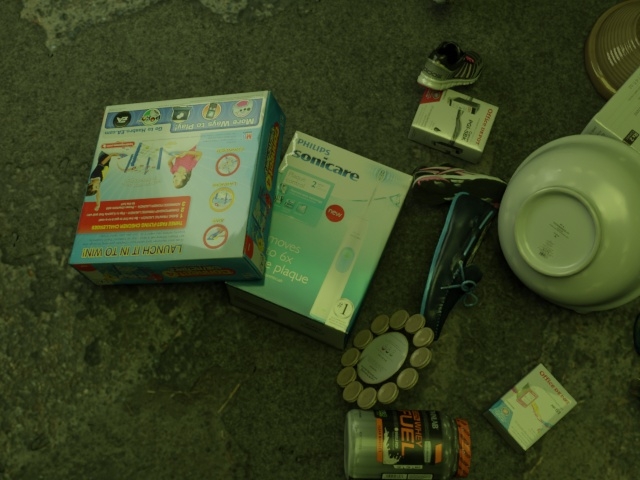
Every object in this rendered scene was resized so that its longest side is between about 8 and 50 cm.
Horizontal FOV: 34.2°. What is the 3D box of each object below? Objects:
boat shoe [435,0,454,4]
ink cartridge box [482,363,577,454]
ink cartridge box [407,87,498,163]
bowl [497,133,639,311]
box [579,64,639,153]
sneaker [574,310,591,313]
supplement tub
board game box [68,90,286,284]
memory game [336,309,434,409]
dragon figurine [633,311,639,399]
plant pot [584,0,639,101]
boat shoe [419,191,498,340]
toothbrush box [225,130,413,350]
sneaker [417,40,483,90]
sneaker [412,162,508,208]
[{"bbox_3d":[0.206,-0.565,1.942,0.103,0.113,0.302,1,61,-1],"label":"boat shoe"},{"bbox_3d":[0.341,0.273,1.694,0.122,0.052,0.088,-38,77,-15],"label":"ink cartridge box"},{"bbox_3d":[0.236,-0.209,1.846,0.135,0.056,0.099,20,71,4],"label":"ink cartridge box"},{"bbox_3d":[0.401,-0.021,1.666,0.297,0.134,0.298,5,99,34],"label":"bowl"},{"bbox_3d":[0.528,-0.184,1.781,0.119,0.182,0.181,40,67,10],"label":"box"},{"bbox_3d":[0.502,0.017,1.732,0.086,0.163,0.226,40,75,8],"label":"sneaker"},{"bbox_3d":[0.134,0.324,1.632,0.190,0.117,0.117,1,72,-3],"label":"supplement tub"},{"bbox_3d":[-0.228,-0.084,1.692,0.308,0.086,0.302,-2,63,19],"label":"board game box"},{"bbox_3d":[0.103,0.189,1.664,0.012,0.186,0.186,46,70,-33],"label":"memory game"},{"bbox_3d":[0.577,0.151,1.730,0.144,0.085,0.289,-2,73,-4],"label":"dragon figurine"},{"bbox_3d":[0.610,-0.351,1.888,0.237,0.110,0.237,1,70,-3],"label":"plant pot"},{"bbox_3d":[0.229,0.045,1.720,0.089,0.109,0.258,16,83,10],"label":"boat shoe"},{"bbox_3d":[0.000,0.000,1.729,0.216,0.126,0.296,23,71,6],"label":"toothbrush box"},{"bbox_3d":[0.241,-0.318,1.845,0.063,0.075,0.170,39,40,27],"label":"sneaker"},{"bbox_3d":[0.241,-0.104,1.808,0.178,0.072,0.077,8,36,-15],"label":"sneaker"}]
